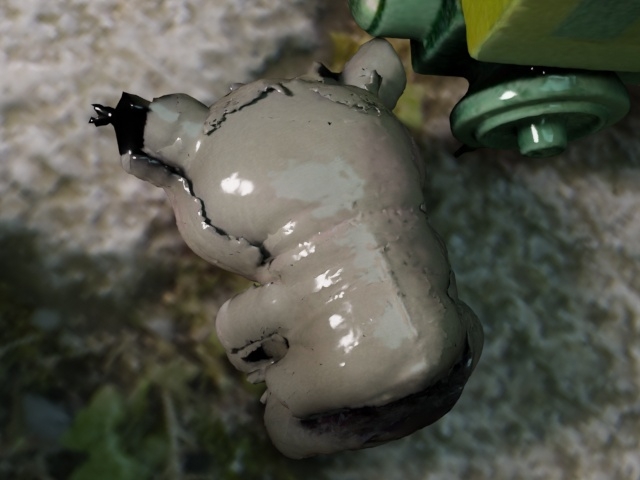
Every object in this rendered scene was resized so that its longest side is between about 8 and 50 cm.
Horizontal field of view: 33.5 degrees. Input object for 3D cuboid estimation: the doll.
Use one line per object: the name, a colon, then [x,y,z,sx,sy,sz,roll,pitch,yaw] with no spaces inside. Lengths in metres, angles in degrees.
doll: [0.000,0.000,0.486,0.149,0.095,0.192,-23,82,-18]

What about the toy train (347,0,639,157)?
toy train: [0.221,-0.138,0.504,0.397,0.253,0.160,1,74,-13]
